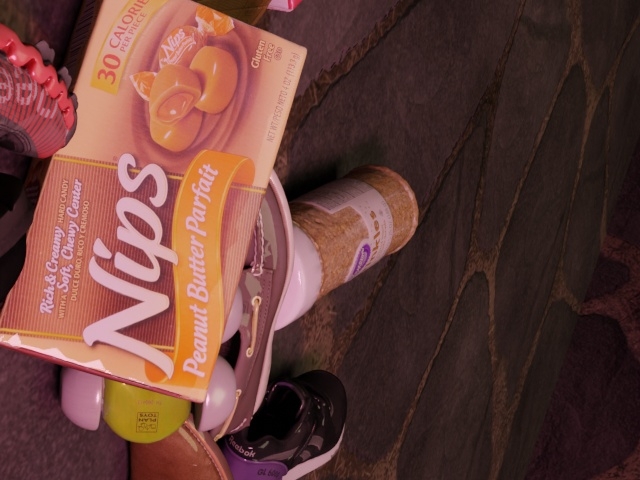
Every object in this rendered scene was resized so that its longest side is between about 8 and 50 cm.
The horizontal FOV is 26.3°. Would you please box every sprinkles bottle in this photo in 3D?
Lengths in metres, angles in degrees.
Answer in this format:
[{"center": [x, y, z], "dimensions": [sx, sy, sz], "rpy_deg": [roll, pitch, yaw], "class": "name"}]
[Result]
[{"center": [0.000, 0.000, 1.596], "dimensions": [0.355, 0.121, 0.121], "rpy_deg": [-30, 129, -62], "class": "sprinkles bottle"}]

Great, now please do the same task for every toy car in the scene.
[{"center": [-0.161, 0.091, 1.266], "dimensions": [0.136, 0.159, 0.182], "rpy_deg": [-140, -127, -71], "class": "toy car"}]

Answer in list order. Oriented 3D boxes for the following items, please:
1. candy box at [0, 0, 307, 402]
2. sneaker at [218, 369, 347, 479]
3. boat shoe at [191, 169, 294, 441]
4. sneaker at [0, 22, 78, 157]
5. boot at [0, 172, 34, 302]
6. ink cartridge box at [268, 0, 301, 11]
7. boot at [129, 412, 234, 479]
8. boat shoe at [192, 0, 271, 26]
[{"center": [-0.146, -0.042, 1.140], "dimensions": [0.183, 0.087, 0.316], "rpy_deg": [20, 82, -23], "class": "candy box"}, {"center": [-0.029, 0.209, 1.612], "dimensions": [0.283, 0.107, 0.124], "rpy_deg": [-40, 158, -57], "class": "sneaker"}, {"center": [-0.103, 0.065, 1.398], "dimensions": [0.097, 0.116, 0.324], "rpy_deg": [-44, 147, -58], "class": "boat shoe"}, {"center": [-0.264, -0.108, 0.935], "dimensions": [0.276, 0.097, 0.135], "rpy_deg": [50, 56, -61], "class": "sneaker"}, {"center": [-0.298, 0.138, 0.930], "dimensions": [0.348, 0.131, 0.260], "rpy_deg": [-47, 137, -34], "class": "boot"}, {"center": [-0.024, -0.364, 1.365], "dimensions": [0.237, 0.100, 0.172], "rpy_deg": [-54, 148, -43], "class": "ink cartridge box"}, {"center": [-0.160, 0.287, 1.401], "dimensions": [0.115, 0.112, 0.305], "rpy_deg": [-42, 142, -39], "class": "boot"}, {"center": [-0.086, -0.283, 1.237], "dimensions": [0.098, 0.096, 0.277], "rpy_deg": [-13, 144, -42], "class": "boat shoe"}]
